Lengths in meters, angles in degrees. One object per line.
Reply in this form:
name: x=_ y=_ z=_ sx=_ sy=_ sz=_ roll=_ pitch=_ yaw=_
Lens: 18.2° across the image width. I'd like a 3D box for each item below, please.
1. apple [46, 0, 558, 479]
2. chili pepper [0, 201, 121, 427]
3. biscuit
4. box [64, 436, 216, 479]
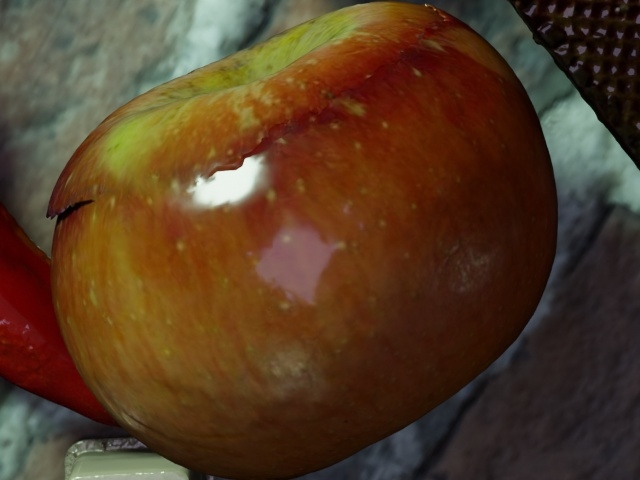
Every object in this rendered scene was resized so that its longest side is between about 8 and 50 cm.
apple: x=0.000 y=0.000 z=1.019 sx=0.251 sy=0.272 sz=0.206 roll=-17 pitch=103 yaw=35
chili pepper: x=-0.191 y=-0.025 z=1.104 sx=0.137 sy=0.092 sz=0.368 roll=-30 pitch=109 yaw=6
biscuit: x=0.189 y=-0.099 z=1.076 sx=0.106 sy=0.070 sz=0.252 roll=-38 pitch=109 yaw=7
box: x=-0.103 y=0.175 z=1.135 sx=0.089 sy=0.062 sz=0.122 roll=-3 pitch=95 yaw=1
